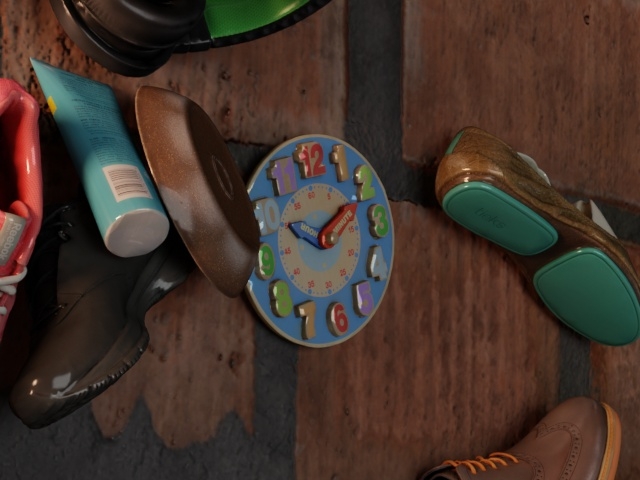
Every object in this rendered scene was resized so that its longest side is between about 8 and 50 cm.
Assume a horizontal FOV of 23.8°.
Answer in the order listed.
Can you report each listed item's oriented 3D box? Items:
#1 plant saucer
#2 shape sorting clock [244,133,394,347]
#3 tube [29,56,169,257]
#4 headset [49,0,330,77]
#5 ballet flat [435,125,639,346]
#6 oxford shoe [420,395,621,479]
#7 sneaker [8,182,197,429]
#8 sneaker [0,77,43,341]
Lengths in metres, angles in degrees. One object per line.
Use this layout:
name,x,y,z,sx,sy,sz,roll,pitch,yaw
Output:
plant saucer,-0.097,-0.048,1.303,0.198,0.036,0.199,-23,90,-82
shape sorting clock,0.000,0.000,1.464,0.206,0.040,0.206,6,81,-42
tube,-0.178,-0.076,1.242,0.080,0.052,0.207,22,30,-43
headset,-0.154,-0.263,1.248,0.394,0.243,0.185,-7,64,-26
ballet flat,0.249,-0.015,1.666,0.342,0.116,0.124,35,43,-30
oxford shoe,0.186,0.261,1.550,0.363,0.130,0.133,-45,108,-36
sneaker,-0.195,0.040,1.218,0.130,0.109,0.286,48,28,-15
sneaker,-0.275,0.020,1.144,0.116,0.136,0.314,11,78,-41
